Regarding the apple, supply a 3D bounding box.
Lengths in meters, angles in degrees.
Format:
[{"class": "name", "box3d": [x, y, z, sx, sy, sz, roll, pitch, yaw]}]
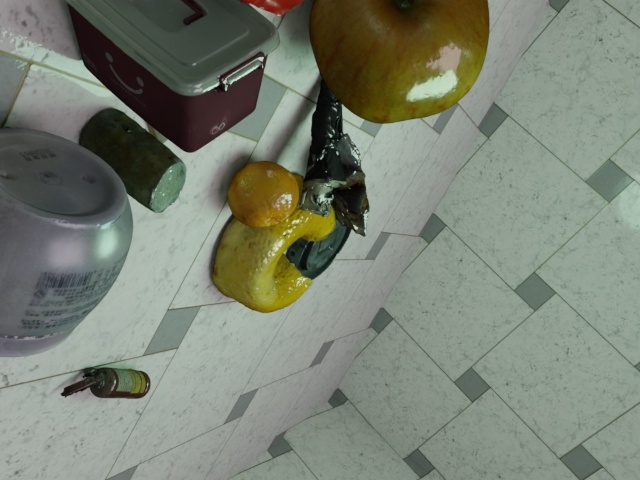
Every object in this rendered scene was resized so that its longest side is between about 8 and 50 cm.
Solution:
[{"class": "apple", "box3d": [0.166, -0.447, 1.257, 0.400, 0.401, 0.333, -60, 180, 12]}]

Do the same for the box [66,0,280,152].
[{"class": "box", "box3d": [-0.219, -0.281, 0.859, 0.193, 0.294, 0.167, -43, 167, -28]}]

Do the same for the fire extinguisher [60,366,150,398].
[{"class": "fire extinguisher", "box3d": [-0.522, 0.363, 1.439, 0.106, 0.075, 0.252, -54, 160, -3]}]

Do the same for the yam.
[{"class": "yam", "box3d": [-0.309, -0.132, 0.995, 0.107, 0.194, 0.107, -42, 155, -24]}]

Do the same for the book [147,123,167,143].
[{"class": "book", "box3d": [-0.277, -0.281, 1.087, 0.138, 0.016, 0.198, -47, 157, -22]}]

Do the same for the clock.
[{"class": "clock", "box3d": [0.001, 0.000, 2.042, 0.319, 0.066, 0.318, -45, 157, -25]}]

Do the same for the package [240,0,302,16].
[{"class": "package", "box3d": [-0.081, -0.532, 0.759, 0.196, 0.123, 0.423, -8, 97, -58]}]

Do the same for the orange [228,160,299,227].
[{"class": "orange", "box3d": [-0.139, -0.112, 1.435, 0.178, 0.155, 0.177, -9, 170, -2]}]

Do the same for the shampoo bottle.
[{"class": "shampoo bottle", "box3d": [-0.424, 0.003, 0.841, 0.266, 0.273, 0.273, -54, 161, 24]}]

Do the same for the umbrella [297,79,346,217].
[{"class": "umbrella", "box3d": [0.015, -0.238, 1.503, 0.113, 0.106, 0.357, 10, 88, -71]}]

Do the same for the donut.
[{"class": "donut", "box3d": [-0.128, 0.037, 1.680, 0.378, 0.164, 0.434, -21, 140, -55]}]

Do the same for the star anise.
[{"class": "star anise", "box3d": [0.073, -0.171, 1.711, 0.118, 0.331, 0.331, -11, 149, -4]}]
